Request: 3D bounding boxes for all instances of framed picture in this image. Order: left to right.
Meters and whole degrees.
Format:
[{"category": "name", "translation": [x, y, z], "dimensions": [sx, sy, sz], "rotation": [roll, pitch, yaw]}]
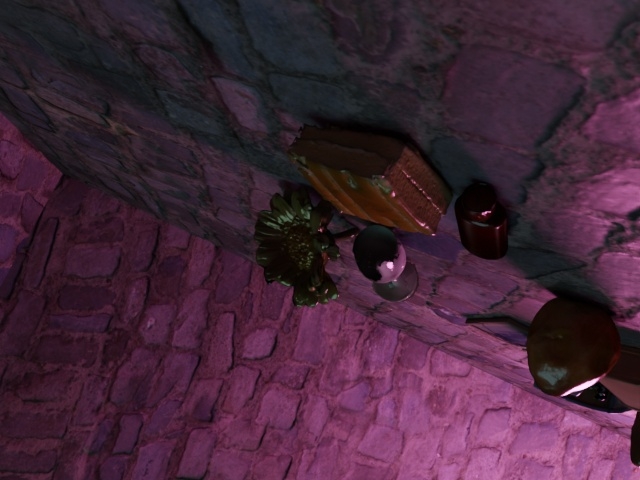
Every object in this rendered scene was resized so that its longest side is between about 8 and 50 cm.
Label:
[{"category": "framed picture", "translation": [0.650, 0.317, 2.398], "dimensions": [0.247, 0.022, 0.335], "rotation": [27, 169, -7]}]

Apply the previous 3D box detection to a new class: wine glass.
[{"category": "wine glass", "translation": [0.176, 0.063, 1.963], "dimensions": [0.143, 0.143, 0.321], "rotation": [20, 167, 25]}]

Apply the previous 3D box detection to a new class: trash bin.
[{"category": "trash bin", "translation": [0.875, 0.381, 1.971], "dimensions": [0.247, 0.121, 0.243], "rotation": [35, 165, -29]}]

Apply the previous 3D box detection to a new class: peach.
[{"category": "peach", "translation": [0.584, 0.257, 1.719], "dimensions": [0.214, 0.235, 0.214], "rotation": [34, 170, 7]}]

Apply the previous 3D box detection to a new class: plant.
[{"category": "plant", "translation": [-0.047, 0.006, 1.899], "dimensions": [0.261, 0.306, 0.297], "rotation": [-2, -166, 14]}]

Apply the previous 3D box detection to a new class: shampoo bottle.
[{"category": "shampoo bottle", "translation": [0.309, -0.035, 1.385], "dimensions": [0.102, 0.064, 0.260], "rotation": [25, 169, 21]}]

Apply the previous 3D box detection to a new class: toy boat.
[{"category": "toy boat", "translation": [0.841, 0.450, 2.248], "dimensions": [0.331, 0.145, 0.133], "rotation": [15, 180, 8]}]

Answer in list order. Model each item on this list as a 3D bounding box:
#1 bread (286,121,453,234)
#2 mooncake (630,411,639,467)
[{"category": "bread", "translation": [0.089, -0.118, 1.353], "dimensions": [0.239, 0.111, 0.246], "rotation": [16, 166, 35]}, {"category": "mooncake", "translation": [1.150, 0.654, 2.220], "dimensions": [0.378, 0.201, 0.378], "rotation": [12, 178, 0]}]
